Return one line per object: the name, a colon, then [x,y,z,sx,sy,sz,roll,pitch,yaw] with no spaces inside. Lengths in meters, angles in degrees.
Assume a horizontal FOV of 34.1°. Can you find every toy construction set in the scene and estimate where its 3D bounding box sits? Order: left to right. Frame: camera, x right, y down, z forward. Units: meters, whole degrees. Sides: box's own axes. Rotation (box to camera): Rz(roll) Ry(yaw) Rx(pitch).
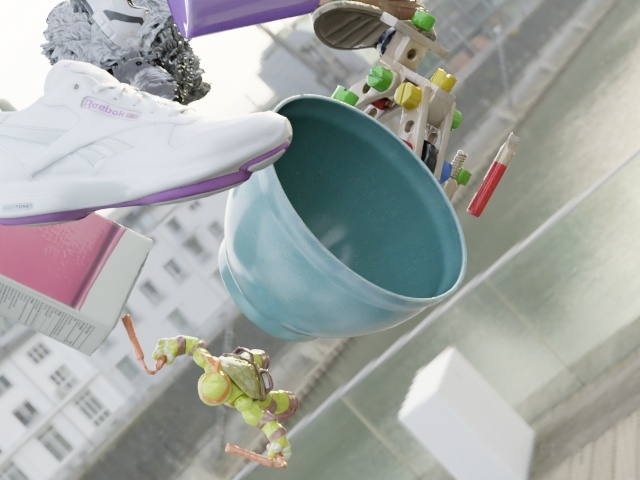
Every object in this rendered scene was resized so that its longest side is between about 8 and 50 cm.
toy construction set: [0.167,-0.210,1.585,0.237,0.308,0.257,-60,13,3]

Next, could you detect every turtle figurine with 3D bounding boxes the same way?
turtle figurine: [-0.110,0.171,1.294,0.087,0.269,0.217,-54,-16,4]

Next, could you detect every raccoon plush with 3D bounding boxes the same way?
raccoon plush: [-0.267,-0.183,1.557,0.216,0.446,0.299,-10,-35,8]

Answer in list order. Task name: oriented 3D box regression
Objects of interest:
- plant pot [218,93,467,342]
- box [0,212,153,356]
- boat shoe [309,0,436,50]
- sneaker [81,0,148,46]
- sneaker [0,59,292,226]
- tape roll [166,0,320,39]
plant pot: [0.000,0.000,1.246,0.196,0.293,0.293,-43,2,34]
box: [-0.341,0.022,1.254,0.148,0.232,0.127,-39,27,61]
boat shoe: [0.075,-0.384,1.745,0.110,0.104,0.307,-24,-14,32]
sneaker: [-0.191,-0.222,0.899,0.043,0.109,0.040,-36,15,11]
sneaker: [-0.180,-0.101,0.960,0.305,0.152,0.114,-8,2,10]
tape roll: [-0.075,-0.273,0.665,0.090,0.275,0.275,-13,-3,-10]
